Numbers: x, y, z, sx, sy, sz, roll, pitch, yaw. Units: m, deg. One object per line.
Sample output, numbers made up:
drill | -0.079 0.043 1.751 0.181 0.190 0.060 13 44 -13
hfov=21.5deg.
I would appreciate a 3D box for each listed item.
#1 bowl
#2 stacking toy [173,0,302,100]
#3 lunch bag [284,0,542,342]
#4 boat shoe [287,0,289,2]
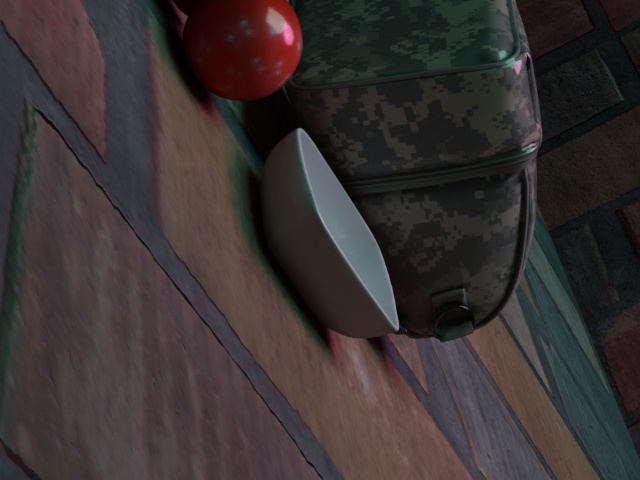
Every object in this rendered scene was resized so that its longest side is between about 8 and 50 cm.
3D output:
bowl | 0.000 0.000 1.266 0.142 0.053 0.142 56 14 -31
stacking toy | -0.084 -0.251 1.312 0.141 0.141 0.330 43 28 -60
lunch bag | 0.087 -0.087 1.470 0.305 0.212 0.256 -91 169 -61
boat shoe | -0.043 -0.304 1.668 0.109 0.098 0.302 67 12 22
